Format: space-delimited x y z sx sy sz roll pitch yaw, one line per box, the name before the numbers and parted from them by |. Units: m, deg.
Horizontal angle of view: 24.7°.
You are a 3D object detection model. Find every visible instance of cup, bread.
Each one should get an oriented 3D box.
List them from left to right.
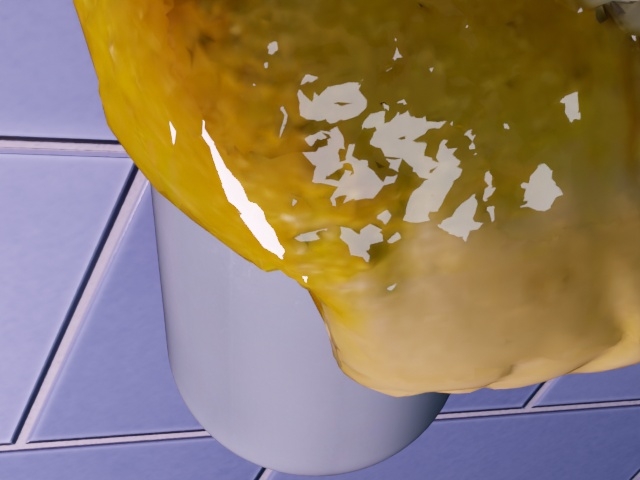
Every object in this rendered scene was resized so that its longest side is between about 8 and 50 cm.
cup | 0.000 0.000 0.882 0.205 0.205 0.312 -14 147 -14
bread | 0.093 -0.133 0.580 0.394 0.361 0.250 -8 155 -19
